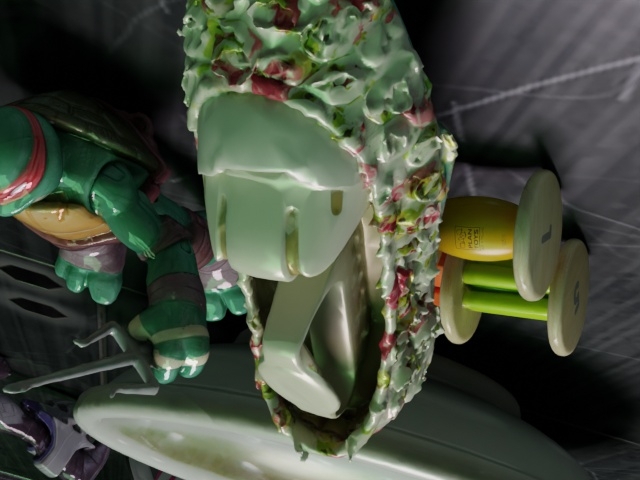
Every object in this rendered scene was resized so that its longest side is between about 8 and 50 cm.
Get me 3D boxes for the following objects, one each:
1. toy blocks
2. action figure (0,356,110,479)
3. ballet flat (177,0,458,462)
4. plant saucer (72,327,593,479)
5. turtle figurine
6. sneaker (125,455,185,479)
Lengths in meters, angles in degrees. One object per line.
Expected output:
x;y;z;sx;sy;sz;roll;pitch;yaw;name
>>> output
0.035;0.005;0.531;0.148;0.054;0.123;7;159;25;toy blocks
-0.368;0.173;1.289;0.285;0.099;0.185;31;163;-29;action figure
0.000;0.000;0.411;0.091;0.077;0.241;11;143;23;ballet flat
0.030;0.142;0.856;0.401;0.100;0.400;15;161;5;plant saucer
-0.111;-0.007;0.525;0.175;0.118;0.234;26;180;16;turtle figurine
-0.118;0.288;1.377;0.295;0.179;0.123;-127;18;-60;sneaker
